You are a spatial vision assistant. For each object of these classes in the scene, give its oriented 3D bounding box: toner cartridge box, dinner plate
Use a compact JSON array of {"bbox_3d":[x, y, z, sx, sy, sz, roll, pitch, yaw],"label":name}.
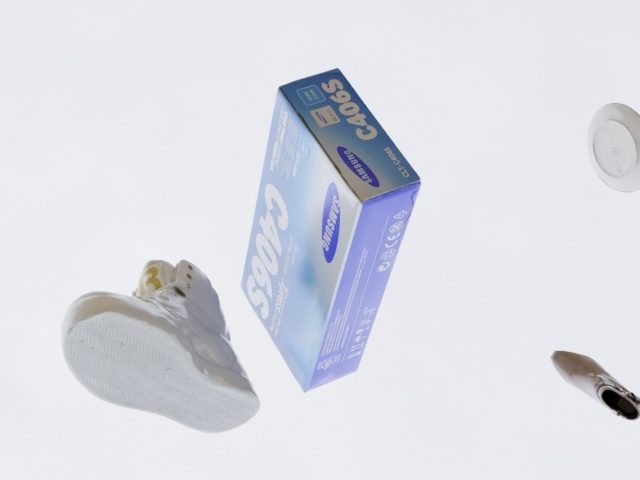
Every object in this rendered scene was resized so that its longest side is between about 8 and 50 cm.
[{"bbox_3d":[0.000,0.000,1.360,0.075,0.347,0.165,-21,-121,-25],"label":"toner cartridge box"},{"bbox_3d":[0.454,-0.140,1.955,0.017,0.141,0.141,-18,-122,-29],"label":"dinner plate"}]

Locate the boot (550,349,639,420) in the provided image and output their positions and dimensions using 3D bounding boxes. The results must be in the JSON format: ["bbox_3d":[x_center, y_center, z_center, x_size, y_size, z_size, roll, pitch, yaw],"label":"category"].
[{"bbox_3d":[0.333,0.174,1.531,0.118,0.042,0.087,30,-173,0],"label":"boot"}]

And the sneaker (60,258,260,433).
[{"bbox_3d":[-0.181,0.083,1.318,0.108,0.292,0.169,-31,-125,12],"label":"sneaker"}]
